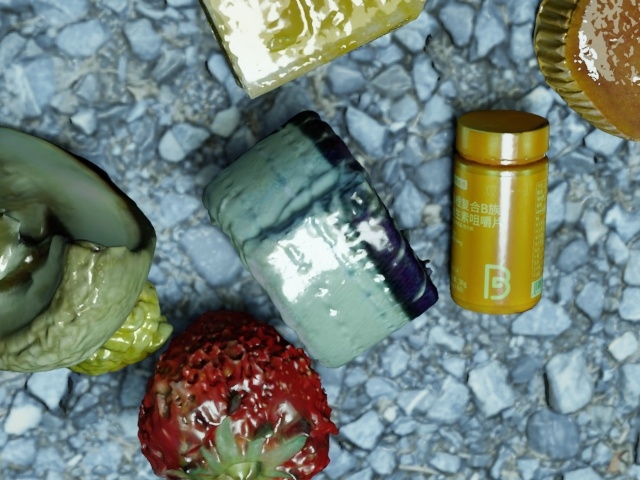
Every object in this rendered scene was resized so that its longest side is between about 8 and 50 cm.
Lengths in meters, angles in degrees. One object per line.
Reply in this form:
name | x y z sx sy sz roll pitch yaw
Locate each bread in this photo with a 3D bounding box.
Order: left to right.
bread | 0.315 -0.196 1.542 0.199 0.104 0.199 -4 108 -14

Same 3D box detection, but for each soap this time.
soap | 0.010 -0.260 1.455 0.257 0.080 0.160 -27 113 -3

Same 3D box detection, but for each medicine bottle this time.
medicine bottle | 0.180 -0.029 1.569 0.096 0.096 0.192 -4 110 -13

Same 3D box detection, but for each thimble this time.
thimble | 0.000 0.000 1.460 0.150 0.237 0.237 -37 113 1

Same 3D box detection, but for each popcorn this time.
popcorn | -0.209 0.074 1.508 0.116 0.120 0.106 -14 74 -35

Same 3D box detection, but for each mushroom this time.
mushroom | -0.276 0.014 1.402 0.267 0.189 0.164 22 111 12

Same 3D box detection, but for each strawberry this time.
strawberry | -0.084 0.150 1.513 0.186 0.202 0.184 -16 139 10
